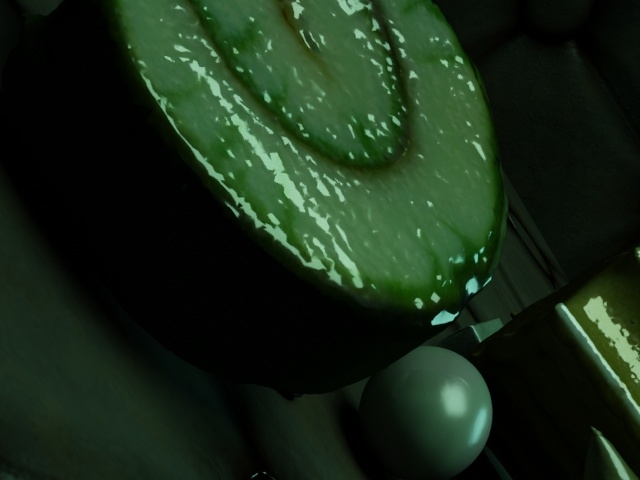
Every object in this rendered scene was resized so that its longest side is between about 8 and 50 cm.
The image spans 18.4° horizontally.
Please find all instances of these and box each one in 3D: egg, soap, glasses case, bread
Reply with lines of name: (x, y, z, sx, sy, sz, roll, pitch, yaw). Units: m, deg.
egg: (0.081, 0.134, 1.517, 0.103, 0.103, 0.135, 56, 12, -3)
soap: (0.286, 0.193, 1.828, 0.335, 0.156, 0.293, 55, -25, 5)
glasses case: (0.173, 0.125, 2.105, 0.071, 0.047, 0.205, 62, 11, 6)
bread: (-0.043, -0.083, 1.276, 0.382, 0.129, 0.366, 14, 51, -44)

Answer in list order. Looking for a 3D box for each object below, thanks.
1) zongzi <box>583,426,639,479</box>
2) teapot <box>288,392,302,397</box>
zongzi: (0.285, 0.309, 1.678, 0.274, 0.145, 0.300, 28, 49, -74)
teapot: (-0.017, 0.075, 1.414, 0.068, 0.045, 0.100, 60, 12, 9)
